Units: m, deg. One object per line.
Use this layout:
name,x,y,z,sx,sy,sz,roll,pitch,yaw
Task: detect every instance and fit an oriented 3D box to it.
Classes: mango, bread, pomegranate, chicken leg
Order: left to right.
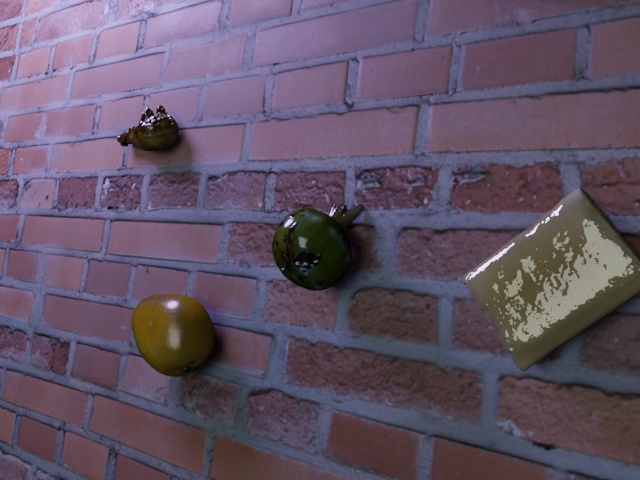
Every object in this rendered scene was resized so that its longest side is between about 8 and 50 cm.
chicken leg,-0.341,-0.214,1.306,0.178,0.070,0.093,-5,72,48
mango,-0.256,0.152,1.141,0.195,0.098,0.137,28,102,46
pomegranate,0.000,0.000,0.966,0.122,0.122,0.161,21,57,39
bread,0.267,0.044,0.763,0.178,0.060,0.140,-41,60,25
